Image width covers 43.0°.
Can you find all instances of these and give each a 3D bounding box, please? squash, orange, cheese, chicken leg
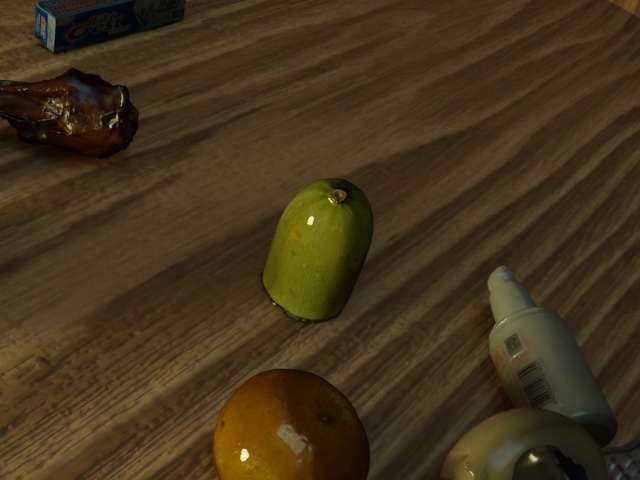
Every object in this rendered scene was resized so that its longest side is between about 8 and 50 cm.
[{"bbox_3d":[0.000,0.000,0.952,0.123,0.187,0.123,8,47,-9],"label":"squash"},{"bbox_3d":[-0.031,0.199,0.763,0.154,0.134,0.155,33,31,-23],"label":"orange"},{"bbox_3d":[0.245,0.246,0.818,0.286,0.163,0.082,1,8,-29],"label":"cheese"},{"bbox_3d":[-0.386,-0.175,1.039,0.304,0.113,0.093,7,20,-12],"label":"chicken leg"}]

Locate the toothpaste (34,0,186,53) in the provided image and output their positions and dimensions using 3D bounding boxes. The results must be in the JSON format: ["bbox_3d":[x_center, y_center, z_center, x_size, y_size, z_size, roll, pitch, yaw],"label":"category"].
[{"bbox_3d":[-0.329,-0.367,1.306,0.053,0.066,0.272,39,43,19],"label":"toothpaste"}]

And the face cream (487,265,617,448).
[{"bbox_3d":[0.255,0.134,0.972,0.101,0.101,0.252,5,42,-18],"label":"face cream"}]

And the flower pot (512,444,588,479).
[{"bbox_3d":[0.239,0.327,0.628,0.299,0.299,0.283,12,49,-11],"label":"flower pot"}]
